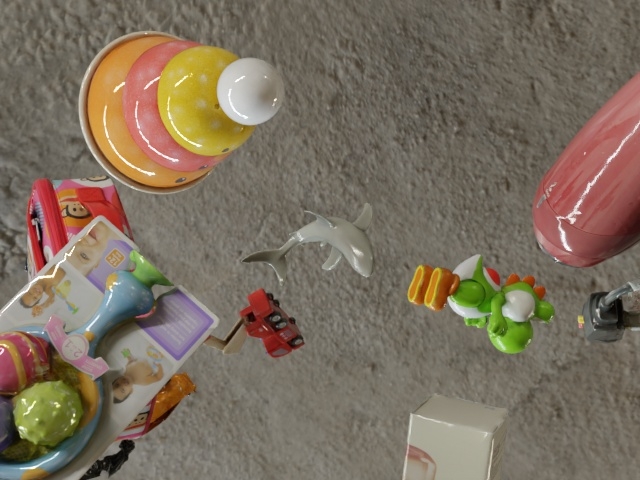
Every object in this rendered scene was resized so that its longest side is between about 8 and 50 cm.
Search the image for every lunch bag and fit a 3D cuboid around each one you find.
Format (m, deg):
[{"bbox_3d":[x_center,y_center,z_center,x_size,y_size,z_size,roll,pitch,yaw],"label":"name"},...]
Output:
[{"bbox_3d":[-0.267,0.070,0.817,0.120,0.293,0.258,-5,140,-30],"label":"lunch bag"}]

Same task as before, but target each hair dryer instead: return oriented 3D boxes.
[{"bbox_3d":[0.260,-0.041,0.489,0.224,0.080,0.293,-26,141,13],"label":"hair dryer"}]

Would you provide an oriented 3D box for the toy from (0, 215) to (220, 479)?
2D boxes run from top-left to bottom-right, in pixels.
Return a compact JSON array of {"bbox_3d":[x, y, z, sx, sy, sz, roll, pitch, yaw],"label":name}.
[{"bbox_3d":[-0.204,0.099,0.507,0.237,0.137,0.056,-47,168,-16],"label":"toy"}]

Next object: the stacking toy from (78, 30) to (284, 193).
[{"bbox_3d":[-0.236,-0.264,1.366,0.351,0.480,0.350,-3,95,-36],"label":"stacking toy"}]

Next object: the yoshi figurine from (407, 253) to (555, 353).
[{"bbox_3d":[0.401,0.181,1.716,0.362,0.203,0.203,15,138,-17],"label":"yoshi figurine"}]

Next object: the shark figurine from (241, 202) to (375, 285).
[{"bbox_3d":[-0.014,-0.014,1.318,0.278,0.166,0.116,-5,151,40],"label":"shark figurine"}]

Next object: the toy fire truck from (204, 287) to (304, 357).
[{"bbox_3d":[-0.118,0.140,1.080,0.135,0.047,0.192,-30,141,4],"label":"toy fire truck"}]

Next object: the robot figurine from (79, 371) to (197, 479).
[{"bbox_3d":[-0.383,0.298,1.278,0.085,0.291,0.211,-26,96,55],"label":"robot figurine"}]

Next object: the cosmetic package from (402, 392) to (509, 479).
[{"bbox_3d":[0.196,0.402,1.066,0.129,0.153,0.296,9,93,24],"label":"cosmetic package"}]
